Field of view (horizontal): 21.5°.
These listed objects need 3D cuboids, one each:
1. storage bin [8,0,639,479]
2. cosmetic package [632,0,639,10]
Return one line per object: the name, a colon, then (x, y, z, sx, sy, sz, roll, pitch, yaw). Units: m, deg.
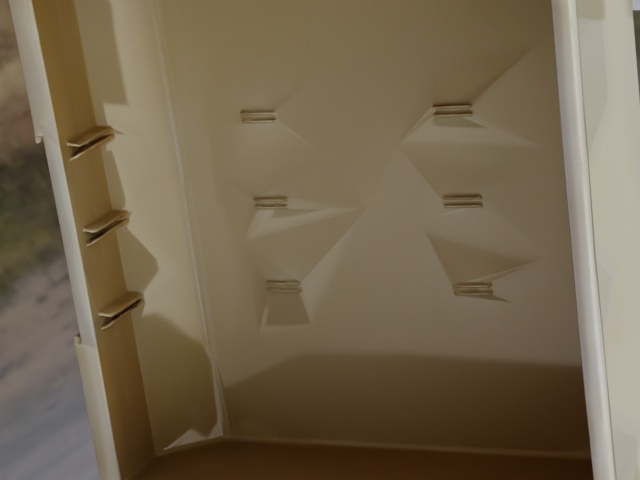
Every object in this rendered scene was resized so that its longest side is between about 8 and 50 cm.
storage bin: (0.000, 0.000, 0.685, 0.260, 0.262, 0.123, 0, -161, 24)
cosmetic package: (0.078, -0.308, 0.969, 0.394, 0.329, 0.327, 4, -178, 35)
